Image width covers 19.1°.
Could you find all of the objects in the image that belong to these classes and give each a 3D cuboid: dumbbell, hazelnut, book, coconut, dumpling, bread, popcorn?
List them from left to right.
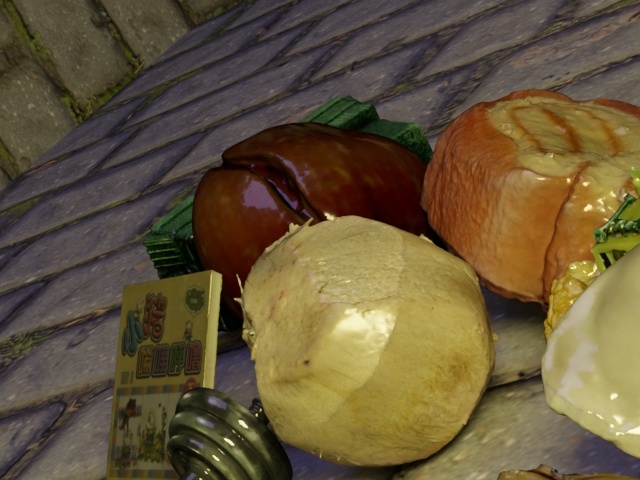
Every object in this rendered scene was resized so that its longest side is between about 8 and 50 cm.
[{"bbox_3d":[-0.137,0.128,1.645,0.013,0.192,0.168,9,-11,-32],"label":"book"},{"bbox_3d":[-0.119,0.215,1.444,0.254,0.110,0.110,-48,21,-29],"label":"dumbbell"},{"bbox_3d":[0.000,0.000,1.674,0.234,0.218,0.218,-4,-6,-40],"label":"hazelnut"},{"bbox_3d":[0.042,0.080,1.409,0.194,0.194,0.194,-29,15,9],"label":"coconut"},{"bbox_3d":[0.195,-0.032,1.499,0.190,0.123,0.244,-4,25,-12],"label":"bread"},{"bbox_3d":[0.187,0.064,1.374,0.084,0.084,0.084,-29,15,9],"label":"popcorn"},{"bbox_3d":[0.247,0.060,1.140,0.250,0.132,0.162,-20,39,-25],"label":"dumpling"}]

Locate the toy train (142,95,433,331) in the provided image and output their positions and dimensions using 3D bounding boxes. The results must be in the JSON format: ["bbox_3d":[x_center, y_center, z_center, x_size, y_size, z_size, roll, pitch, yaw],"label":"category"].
[{"bbox_3d":[-0.013,-0.023,1.939,0.330,0.138,0.178,-37,25,-28],"label":"toy train"}]

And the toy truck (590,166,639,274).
[{"bbox_3d":[0.254,-0.006,1.305,0.128,0.135,0.259,-7,39,54],"label":"toy truck"}]

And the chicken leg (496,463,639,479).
[{"bbox_3d":[0.117,0.191,1.096,0.196,0.080,0.125,-23,30,32],"label":"chicken leg"}]
